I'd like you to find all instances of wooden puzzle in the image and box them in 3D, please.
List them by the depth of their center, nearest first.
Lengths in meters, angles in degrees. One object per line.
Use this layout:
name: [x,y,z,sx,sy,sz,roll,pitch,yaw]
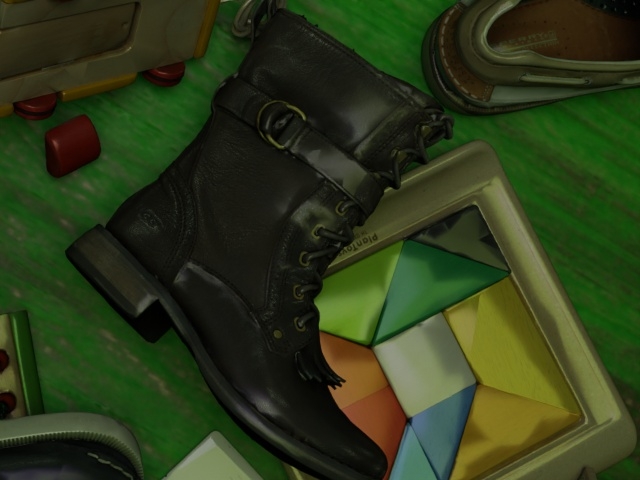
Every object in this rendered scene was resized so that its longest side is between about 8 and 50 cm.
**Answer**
wooden puzzle: [0.068,0.083,0.935,0.221,0.044,0.239,-27,92,-10]

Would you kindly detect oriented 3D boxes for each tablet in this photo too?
tablet: [-0.059,0.169,0.928,0.054,0.006,0.083,-43,94,-9]

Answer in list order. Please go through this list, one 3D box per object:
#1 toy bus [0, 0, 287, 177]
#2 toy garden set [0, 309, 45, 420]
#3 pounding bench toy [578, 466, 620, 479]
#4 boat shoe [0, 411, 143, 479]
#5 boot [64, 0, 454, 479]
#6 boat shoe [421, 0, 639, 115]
toy bus: [-0.144,-0.152,0.876,0.191,0.202,0.104,-45,64,-2]
toy garden set: [-0.299,0.069,0.870,0.244,0.049,0.204,-10,89,-10]
pounding bench toy: [0.192,0.202,0.945,0.065,0.052,0.083,16,117,-10]
boat shoe: [-0.262,0.193,0.820,0.340,0.113,0.127,-8,126,-13]
boot: [0.000,0.000,0.873,0.263,0.091,0.229,43,79,4]
boat shoe: [0.220,-0.153,0.941,0.302,0.103,0.113,-21,91,-10]
